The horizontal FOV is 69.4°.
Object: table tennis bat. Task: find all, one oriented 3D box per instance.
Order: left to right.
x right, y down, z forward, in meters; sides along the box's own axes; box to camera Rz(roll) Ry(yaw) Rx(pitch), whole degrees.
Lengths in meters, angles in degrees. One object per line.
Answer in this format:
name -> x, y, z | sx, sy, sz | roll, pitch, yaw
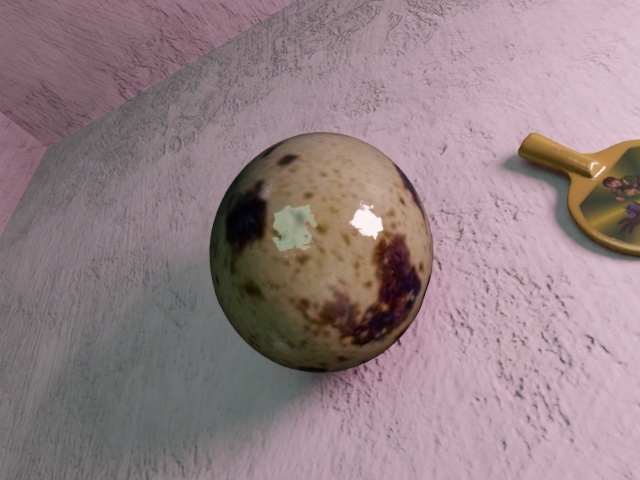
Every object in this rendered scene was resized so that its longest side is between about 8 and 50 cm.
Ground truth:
table tennis bat -> 0.455, -0.094, 0.728 | 0.198, 0.050, 0.321 | -45, 48, -2

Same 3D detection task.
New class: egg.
egg -> 0.000, 0.000, 0.747 | 0.344, 0.345, 0.428 | -23, 41, 18
